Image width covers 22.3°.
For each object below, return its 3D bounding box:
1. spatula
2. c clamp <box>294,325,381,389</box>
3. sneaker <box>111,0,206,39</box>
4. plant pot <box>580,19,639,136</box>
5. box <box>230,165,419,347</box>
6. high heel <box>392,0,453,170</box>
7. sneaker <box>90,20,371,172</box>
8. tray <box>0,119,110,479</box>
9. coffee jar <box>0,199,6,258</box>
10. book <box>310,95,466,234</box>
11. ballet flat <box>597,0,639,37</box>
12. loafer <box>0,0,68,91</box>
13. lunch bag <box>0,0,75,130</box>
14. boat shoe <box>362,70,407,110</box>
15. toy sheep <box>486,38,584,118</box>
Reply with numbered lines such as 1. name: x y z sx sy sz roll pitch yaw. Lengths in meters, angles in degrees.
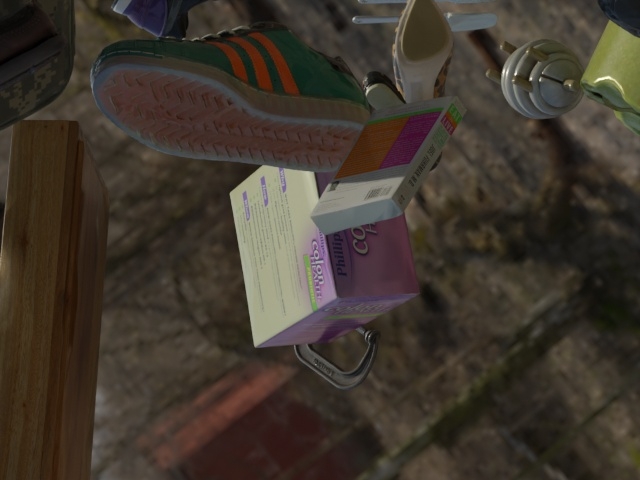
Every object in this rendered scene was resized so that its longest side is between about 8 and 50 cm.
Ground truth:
1. spatula: 0.171 -0.388 2.643 0.168 0.242 0.019 89 179 -67
2. c clamp: 0.026 0.124 2.245 0.160 0.137 0.022 40 -175 37
3. sneaker: -0.166 -0.404 2.267 0.124 0.283 0.107 34 -153 -10
4. plant pot: 0.376 -0.197 1.466 0.276 0.254 0.276 32 -177 -2
5. box: 0.000 0.000 2.031 0.243 0.117 0.214 -35 61 59
6. high heel: 0.145 -0.238 2.468 0.186 0.093 0.261 110 157 -72
7. sneaker: -0.086 -0.149 1.531 0.302 0.108 0.121 12 -132 -36
8. tray: -0.274 0.106 1.652 0.203 0.076 0.411 85 -175 -70
9. coffee jar: -0.445 -0.017 1.925 0.184 0.096 0.079 13 -177 11
10. book: 0.061 -0.069 1.431 0.096 0.144 0.035 -13 123 43
11. ballet flat: 0.261 -0.156 1.176 0.173 0.057 0.049 29 -147 -37
12. loafer: -0.315 -0.095 1.049 0.095 0.302 0.109 64 174 -10
13. lunch bag: -0.360 -0.247 1.359 0.256 0.212 0.305 27 133 33
14. boat shoe: 0.101 -0.186 2.281 0.133 0.049 0.042 50 -160 -42
15. toy sheep: 0.228 -0.166 1.670 0.091 0.091 0.132 55 174 -24
